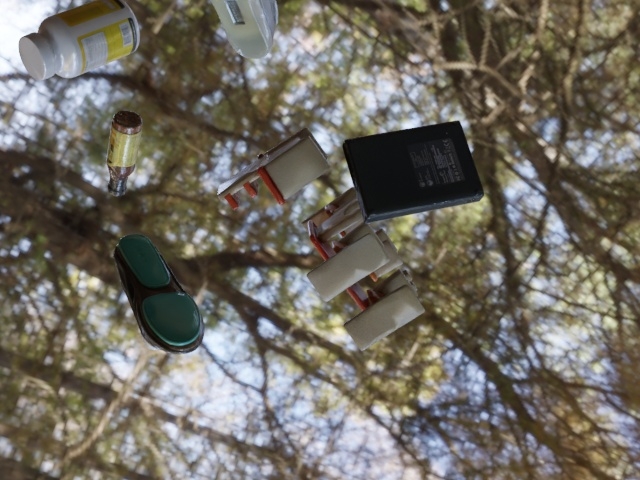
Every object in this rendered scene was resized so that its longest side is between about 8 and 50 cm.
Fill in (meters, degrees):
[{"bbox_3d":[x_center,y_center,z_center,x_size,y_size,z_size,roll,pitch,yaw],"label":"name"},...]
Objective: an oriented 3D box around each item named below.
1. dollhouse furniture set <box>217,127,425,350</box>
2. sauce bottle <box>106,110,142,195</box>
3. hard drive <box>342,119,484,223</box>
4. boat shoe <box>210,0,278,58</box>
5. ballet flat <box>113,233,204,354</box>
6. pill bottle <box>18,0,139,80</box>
[{"bbox_3d":[0.000,0.000,1.215,0.135,0.259,0.262,-34,-166,6],"label":"dollhouse furniture set"},{"bbox_3d":[-0.267,-0.114,1.287,0.042,0.042,0.128,-110,-150,-43],"label":"sauce bottle"},{"bbox_3d":[0.100,-0.076,1.034,0.022,0.135,0.094,116,-39,-67],"label":"hard drive"},{"bbox_3d":[-0.108,-0.351,1.284,0.079,0.228,0.081,5,-126,17],"label":"boat shoe"},{"bbox_3d":[-0.246,0.101,1.462,0.280,0.095,0.096,-124,-145,-46],"label":"ballet flat"},{"bbox_3d":[-0.397,-0.329,1.569,0.184,0.103,0.103,-32,-157,-36],"label":"pill bottle"}]
